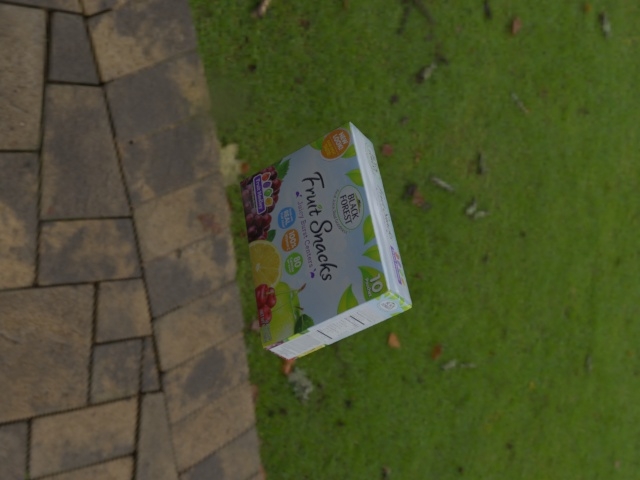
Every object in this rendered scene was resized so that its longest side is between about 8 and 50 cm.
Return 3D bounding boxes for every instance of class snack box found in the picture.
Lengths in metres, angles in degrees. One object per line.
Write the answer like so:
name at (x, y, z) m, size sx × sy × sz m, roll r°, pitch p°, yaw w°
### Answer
snack box at (0.000, 0.000, 0.644) m, size 0.037 × 0.100 × 0.141 m, roll 37°, pitch 34°, yaw -49°
